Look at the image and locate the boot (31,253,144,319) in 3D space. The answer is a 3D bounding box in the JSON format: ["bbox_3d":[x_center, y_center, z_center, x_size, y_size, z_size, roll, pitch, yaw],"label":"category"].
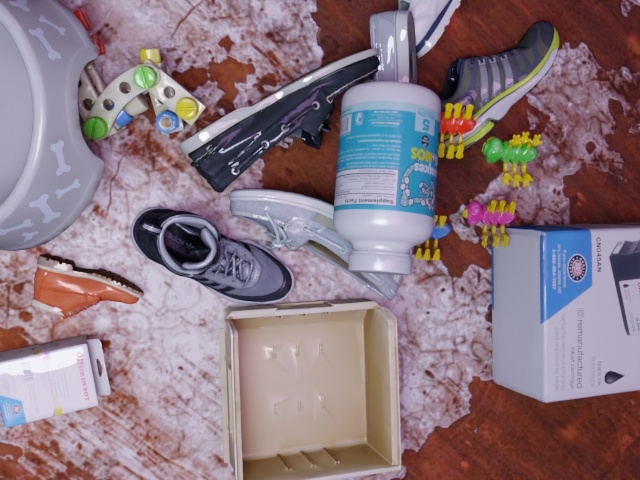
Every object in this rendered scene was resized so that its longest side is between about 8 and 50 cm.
[{"bbox_3d":[-0.344,0.080,1.017,0.158,0.059,0.085,16,90,-9],"label":"boot"}]

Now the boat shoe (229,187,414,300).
[{"bbox_3d":[0.000,0.000,1.093,0.320,0.118,0.103,22,81,-24],"label":"boat shoe"}]

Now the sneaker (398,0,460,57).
[{"bbox_3d":[0.193,-0.426,1.157,0.095,0.090,0.235,31,81,-7],"label":"sneaker"}]

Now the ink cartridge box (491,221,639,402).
[{"bbox_3d":[0.518,0.112,1.234,0.395,0.166,0.285,-3,93,-18],"label":"ink cartridge box"}]

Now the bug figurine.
[{"bbox_3d":[0.235,-0.097,1.130,0.216,0.072,0.279,7,120,-3],"label":"bug figurine"}]

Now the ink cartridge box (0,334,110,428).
[{"bbox_3d":[-0.381,0.196,0.988,0.143,0.090,0.092,-10,95,-18],"label":"ink cartridge box"}]

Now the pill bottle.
[{"bbox_3d":[0.095,-0.084,0.997,0.146,0.146,0.264,5,86,-18],"label":"pill bottle"}]

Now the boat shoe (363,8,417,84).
[{"bbox_3d":[0.113,-0.262,1.138,0.081,0.079,0.227,6,113,20],"label":"boat shoe"}]

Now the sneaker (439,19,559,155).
[{"bbox_3d":[0.291,-0.283,1.180,0.121,0.111,0.300,46,77,-11],"label":"sneaker"}]

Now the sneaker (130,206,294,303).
[{"bbox_3d":[-0.150,0.032,1.023,0.268,0.153,0.101,24,85,-17],"label":"sneaker"}]

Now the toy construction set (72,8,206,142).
[{"bbox_3d":[-0.315,-0.278,0.960,0.215,0.151,0.328,-23,91,9],"label":"toy construction set"}]

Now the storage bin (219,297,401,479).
[{"bbox_3d":[-0.019,0.233,1.089,0.262,0.123,0.260,-3,93,-17],"label":"storage bin"}]

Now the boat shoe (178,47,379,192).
[{"bbox_3d":[-0.043,-0.182,1.065,0.340,0.127,0.113,-31,102,-13],"label":"boat shoe"}]

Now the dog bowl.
[{"bbox_3d":[-0.433,-0.155,0.861,0.348,0.102,0.349,2,96,21],"label":"dog bowl"}]
